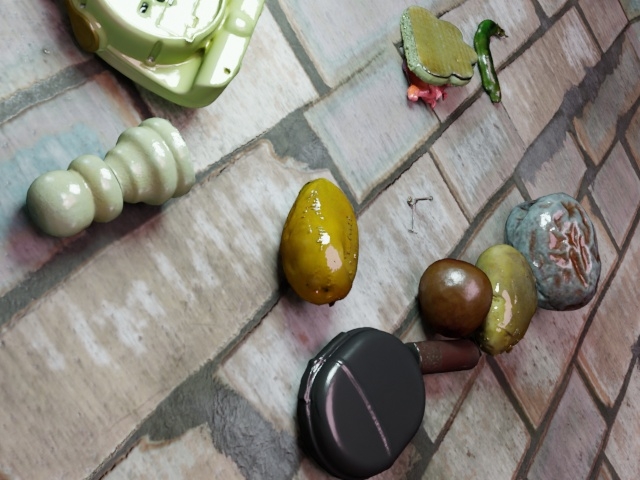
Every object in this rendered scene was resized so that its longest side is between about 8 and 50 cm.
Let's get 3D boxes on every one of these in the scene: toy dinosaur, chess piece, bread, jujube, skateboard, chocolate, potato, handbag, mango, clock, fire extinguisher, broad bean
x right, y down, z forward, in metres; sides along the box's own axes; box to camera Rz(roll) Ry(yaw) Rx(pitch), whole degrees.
[{"bbox_3d":[0.282,-0.426,1.772,0.139,0.070,0.286,44,45,6],"label":"toy dinosaur"},{"bbox_3d":[-0.323,-0.085,1.040,0.243,0.133,0.133,-32,99,-37],"label":"chess piece"},{"bbox_3d":[0.303,-0.477,1.739,0.207,0.056,0.287,17,50,-19],"label":"bread"},{"bbox_3d":[0.611,0.037,1.795,0.246,0.215,0.308,-20,92,-45],"label":"jujube"},{"bbox_3d":[0.229,-0.061,1.587,0.032,0.063,0.083,16,76,-47],"label":"skateboard"},{"bbox_3d":[0.294,0.130,1.509,0.176,0.176,0.177,16,65,-39],"label":"chocolate"},{"bbox_3d":[0.436,0.144,1.638,0.192,0.141,0.296,56,44,-34],"label":"potato"},{"bbox_3d":[0.082,0.299,1.295,0.308,0.093,0.254,-37,102,-44],"label":"handbag"},{"bbox_3d":[0.000,0.000,1.287,0.151,0.156,0.249,5,67,-4],"label":"mango"},{"bbox_3d":[-0.279,-0.410,1.152,0.348,0.117,0.286,26,64,-22],"label":"clock"},{"bbox_3d":[0.275,0.247,1.516,0.267,0.072,0.089,5,36,-42],"label":"fire extinguisher"},{"bbox_3d":[0.496,-0.544,2.004,0.144,0.049,0.292,33,55,-32],"label":"broad bean"}]
